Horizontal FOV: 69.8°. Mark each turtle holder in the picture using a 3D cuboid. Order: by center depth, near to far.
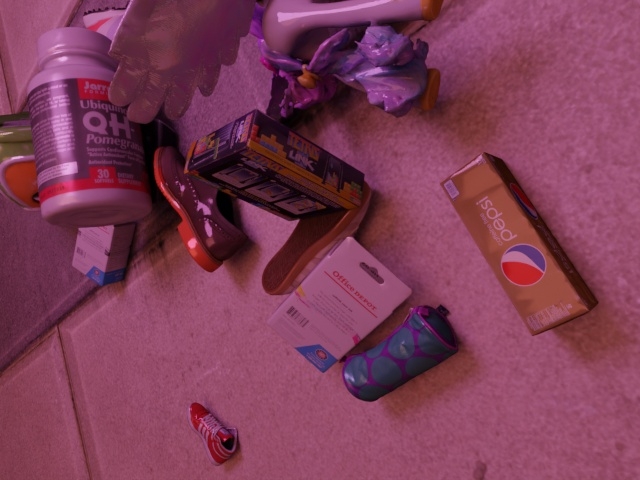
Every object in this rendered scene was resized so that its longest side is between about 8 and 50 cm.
[{"bbox_3d":[-0.672,-0.200,1.057,0.321,0.243,0.227,13,117,29],"label":"turtle holder"}]

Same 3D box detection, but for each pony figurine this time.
[{"bbox_3d":[-0.031,-0.263,0.543,0.364,0.303,0.350,18,93,24],"label":"pony figurine"}]

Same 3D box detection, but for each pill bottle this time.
[{"bbox_3d":[-0.409,-0.193,0.810,0.176,0.176,0.318,-16,82,38],"label":"pill bottle"}]

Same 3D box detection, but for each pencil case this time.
[{"bbox_3d":[0.093,0.139,0.559,0.070,0.064,0.152,50,121,8],"label":"pencil case"}]

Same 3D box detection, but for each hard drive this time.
[{"bbox_3d":[-0.386,-0.160,0.942,0.255,0.054,0.171,7,96,39],"label":"hard drive"}]

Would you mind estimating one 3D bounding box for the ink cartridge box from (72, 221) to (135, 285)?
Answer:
[{"bbox_3d":[-0.468,-0.006,0.996,0.104,0.060,0.180,28,109,21],"label":"ink cartridge box"}]

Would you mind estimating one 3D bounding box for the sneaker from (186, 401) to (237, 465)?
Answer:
[{"bbox_3d":[-0.188,0.329,0.806,0.067,0.042,0.118,-46,72,35],"label":"sneaker"}]

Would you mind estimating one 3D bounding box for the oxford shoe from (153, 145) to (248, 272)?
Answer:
[{"bbox_3d":[-0.206,-0.075,0.795,0.098,0.097,0.271,-34,65,5],"label":"oxford shoe"}]

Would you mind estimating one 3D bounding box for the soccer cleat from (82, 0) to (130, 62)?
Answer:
[{"bbox_3d":[-0.342,-0.393,0.883,0.318,0.109,0.116,13,120,36],"label":"soccer cleat"}]

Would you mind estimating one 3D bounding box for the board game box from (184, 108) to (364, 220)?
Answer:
[{"bbox_3d":[-0.055,-0.081,0.558,0.141,0.170,0.048,-9,65,46],"label":"board game box"}]

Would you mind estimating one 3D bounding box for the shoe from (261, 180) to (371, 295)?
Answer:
[{"bbox_3d":[0.000,0.000,0.642,0.219,0.058,0.076,-47,43,26],"label":"shoe"}]

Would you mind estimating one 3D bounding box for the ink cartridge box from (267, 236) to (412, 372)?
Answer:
[{"bbox_3d":[0.027,0.074,0.590,0.104,0.061,0.181,42,120,-1],"label":"ink cartridge box"}]

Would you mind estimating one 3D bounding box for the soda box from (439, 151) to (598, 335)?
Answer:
[{"bbox_3d":[0.200,0.001,0.470,0.058,0.061,0.181,-37,69,33],"label":"soda box"}]
